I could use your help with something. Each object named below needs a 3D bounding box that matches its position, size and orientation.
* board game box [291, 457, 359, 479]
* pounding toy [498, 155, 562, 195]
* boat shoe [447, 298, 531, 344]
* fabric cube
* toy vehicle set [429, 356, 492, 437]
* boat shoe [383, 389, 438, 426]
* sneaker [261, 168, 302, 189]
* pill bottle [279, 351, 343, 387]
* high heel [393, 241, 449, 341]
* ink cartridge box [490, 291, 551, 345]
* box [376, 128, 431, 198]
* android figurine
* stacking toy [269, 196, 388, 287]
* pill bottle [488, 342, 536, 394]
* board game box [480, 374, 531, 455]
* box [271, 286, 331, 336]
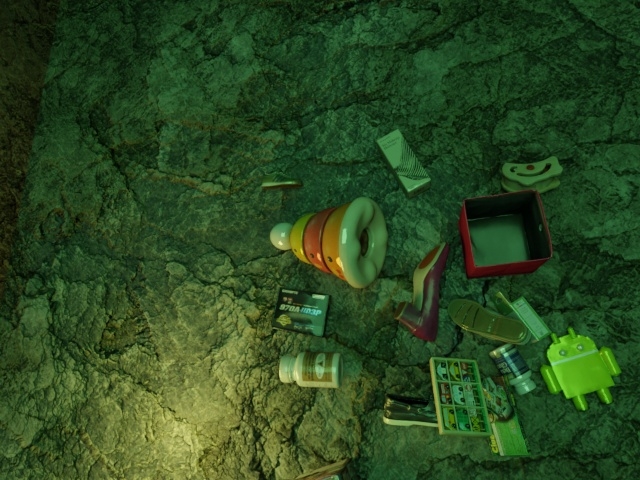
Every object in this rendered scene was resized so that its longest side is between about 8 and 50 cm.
[{"bbox_3d":[0.002,0.874,1.522,0.232,0.291,0.141,-23,71,6],"label":"board game box"},{"bbox_3d":[0.804,-0.220,1.764,0.270,0.154,0.154,-20,43,-3],"label":"pounding toy"},{"bbox_3d":[0.607,0.305,1.625,0.302,0.103,0.113,23,79,46],"label":"boat shoe"},{"bbox_3d":[0.660,-0.010,1.638,0.259,0.258,0.253,-8,73,11],"label":"fabric cube"},{"bbox_3d":[0.481,0.539,1.552,0.166,0.035,0.266,3,48,-2],"label":"toy vehicle set"},{"bbox_3d":[0.392,0.592,1.601,0.341,0.127,0.112,-7,85,20],"label":"boat shoe"},{"bbox_3d":[-0.175,-0.280,1.999,0.192,0.064,0.086,-2,79,15],"label":"sneaker"},{"bbox_3d":[-0.034,0.495,1.719,0.230,0.131,0.131,-2,75,12],"label":"pill bottle"},{"bbox_3d":[0.441,0.195,1.733,0.181,0.127,0.377,35,79,-10],"label":"high heel"},{"bbox_3d":[0.723,0.270,1.620,0.062,0.109,0.209,-31,70,-8],"label":"ink cartridge box"},{"bbox_3d":[0.348,-0.320,1.878,0.113,0.094,0.275,-30,71,3],"label":"box"},{"bbox_3d":[0.902,0.445,1.566,0.249,0.056,0.272,-18,73,7],"label":"android figurine"},{"bbox_3d":[0.000,0.000,1.807,0.480,0.351,0.350,3,75,33],"label":"stacking toy"},{"bbox_3d":[0.685,0.455,1.589,0.094,0.094,0.169,-30,70,3],"label":"pill bottle"},{"bbox_3d":[0.624,0.609,1.557,0.136,0.030,0.259,-27,67,42],"label":"board game box"},{"bbox_3d":[-0.077,0.292,1.827,0.221,0.051,0.175,8,77,15],"label":"box"}]
